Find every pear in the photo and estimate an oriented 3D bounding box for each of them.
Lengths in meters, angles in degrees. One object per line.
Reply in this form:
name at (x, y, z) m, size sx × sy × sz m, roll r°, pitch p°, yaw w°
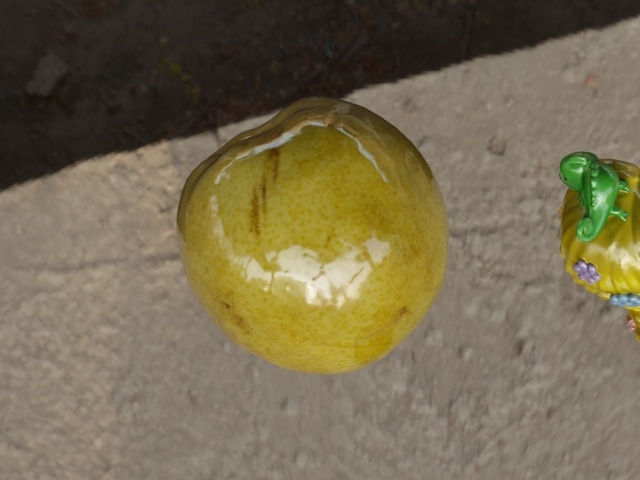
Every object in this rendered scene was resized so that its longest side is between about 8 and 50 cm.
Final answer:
pear at (0.000, 0.000, 0.908) m, size 0.208 × 0.209 × 0.209 m, roll -2°, pitch 66°, yaw 4°

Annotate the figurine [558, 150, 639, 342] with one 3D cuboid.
figurine at (0.204, 0.012, 0.801) m, size 0.094 × 0.156 × 0.115 m, roll -9°, pitch 60°, yaw 27°
